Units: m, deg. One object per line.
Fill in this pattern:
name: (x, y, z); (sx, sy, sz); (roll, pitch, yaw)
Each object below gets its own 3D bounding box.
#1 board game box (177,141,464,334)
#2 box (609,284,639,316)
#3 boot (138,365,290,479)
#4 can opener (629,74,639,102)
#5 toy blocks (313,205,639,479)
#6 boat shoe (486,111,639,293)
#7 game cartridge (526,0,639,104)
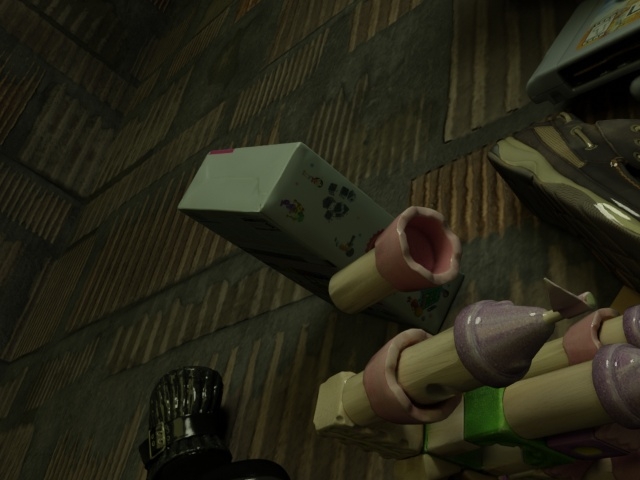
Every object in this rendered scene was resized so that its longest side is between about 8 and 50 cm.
board game box: (0.000, 0.000, 0.842); (0.224, 0.303, 0.097); (8, 67, 55)
box: (0.354, 0.073, 0.571); (0.164, 0.021, 0.201); (-56, 32, -3)
boot: (-0.159, 0.296, 0.936); (0.348, 0.131, 0.260); (-30, 39, 35)
can opener: (0.468, -0.227, 0.683); (0.283, 0.076, 0.095); (-36, 3, 28)
toy blocks: (0.164, 0.143, 0.469); (0.260, 0.288, 0.309); (-36, 34, 49)
boat shoe: (0.291, -0.064, 0.660); (0.130, 0.132, 0.355); (-42, 26, 8)
game cartridge: (0.390, -0.273, 0.747); (0.198, 0.062, 0.297); (-57, 18, -25)
